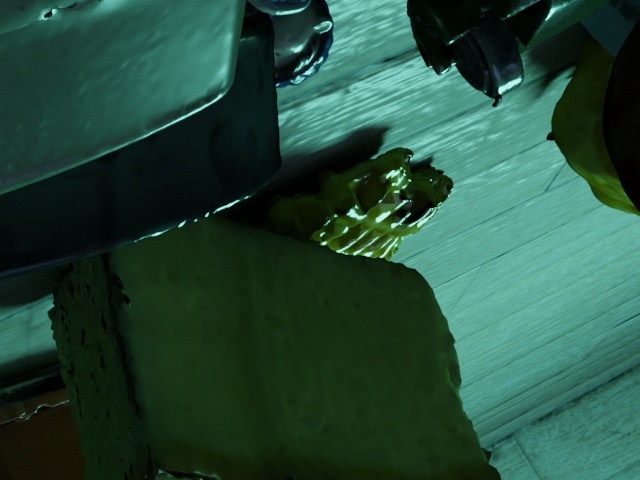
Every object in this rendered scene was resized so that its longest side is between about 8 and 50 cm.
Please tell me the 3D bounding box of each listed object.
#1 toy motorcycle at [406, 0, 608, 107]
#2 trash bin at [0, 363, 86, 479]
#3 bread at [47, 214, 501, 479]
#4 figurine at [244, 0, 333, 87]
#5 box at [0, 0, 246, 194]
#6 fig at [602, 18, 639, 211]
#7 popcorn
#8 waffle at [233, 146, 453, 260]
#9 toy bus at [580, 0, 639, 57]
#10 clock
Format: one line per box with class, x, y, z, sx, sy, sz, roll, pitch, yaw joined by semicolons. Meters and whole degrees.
toy motorcycle;0.153;-0.188;1.006;0.205;0.127;0.275;-28;171;-7
trash bin;-0.224;0.237;1.365;0.184;0.238;0.161;-14;157;-43
bread;-0.021;0.094;1.181;0.315;0.248;0.279;-14;158;-11
figurine;-0.030;-0.139;0.924;0.136;0.077;0.079;97;17;-52
box;-0.112;-0.124;0.499;0.148;0.210;0.129;-25;147;-26
fig;0.265;-0.088;0.962;0.205;0.205;0.205;-29;164;-9
popcorn;0.304;-0.107;1.415;0.190;0.191;0.253;-58;170;-4
waffle;0.001;0.002;1.415;0.291;0.051;0.291;-28;166;-8
toy bus;0.341;-0.216;1.289;0.330;0.109;0.136;-18;150;-39
clock;-0.172;-0.032;0.669;0.325;0.067;0.325;-10;-170;2
